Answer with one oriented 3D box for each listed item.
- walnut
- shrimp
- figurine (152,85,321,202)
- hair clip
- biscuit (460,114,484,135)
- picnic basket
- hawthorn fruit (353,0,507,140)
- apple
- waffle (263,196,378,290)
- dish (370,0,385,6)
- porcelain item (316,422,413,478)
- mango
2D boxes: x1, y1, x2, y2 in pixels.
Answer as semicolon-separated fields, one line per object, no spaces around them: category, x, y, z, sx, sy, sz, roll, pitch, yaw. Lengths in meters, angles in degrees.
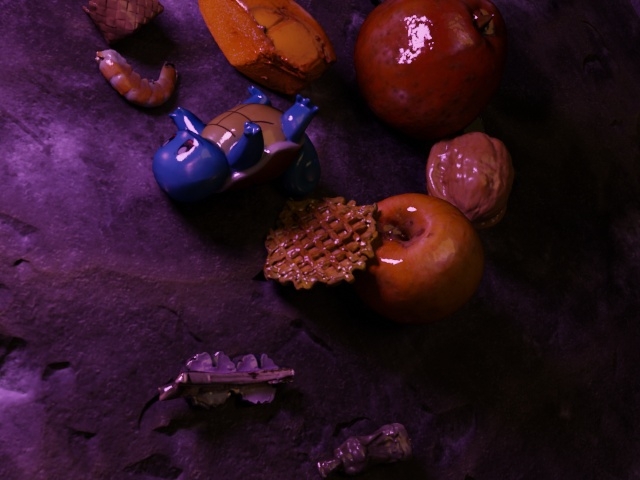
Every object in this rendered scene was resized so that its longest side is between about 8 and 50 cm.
walnut;0.373;-0.145;1.983;0.257;0.224;0.257;11;65;-25
shrimp;-0.371;-0.355;1.634;0.161;0.049;0.166;47;47;-12
figurine;-0.155;-0.206;1.633;0.416;0.298;0.242;-7;117;-43
hair clip;-0.169;0.256;1.464;0.292;0.084;0.106;4;61;-42
biscuit;0.393;-0.434;2.271;0.099;0.038;0.322;-5;72;-36
picnic basket;-0.426;-0.506;1.610;0.178;0.128;0.137;59;42;-22
hawthorn fruit;0.293;-0.461;1.976;0.403;0.403;0.402;17;58;-31
apple;0.209;0.048;1.728;0.275;0.299;0.299;75;25;-51
waffle;0.000;0.001;1.638;0.052;0.245;0.254;71;27;-45
dish;0.196;-0.709;2.201;0.273;0.134;0.273;53;15;-20
porcelain item;0.082;0.428;1.582;0.216;0.069;0.081;-7;77;-35
mango;-0.133;-0.478;1.803;0.350;0.201;0.199;39;13;-5
